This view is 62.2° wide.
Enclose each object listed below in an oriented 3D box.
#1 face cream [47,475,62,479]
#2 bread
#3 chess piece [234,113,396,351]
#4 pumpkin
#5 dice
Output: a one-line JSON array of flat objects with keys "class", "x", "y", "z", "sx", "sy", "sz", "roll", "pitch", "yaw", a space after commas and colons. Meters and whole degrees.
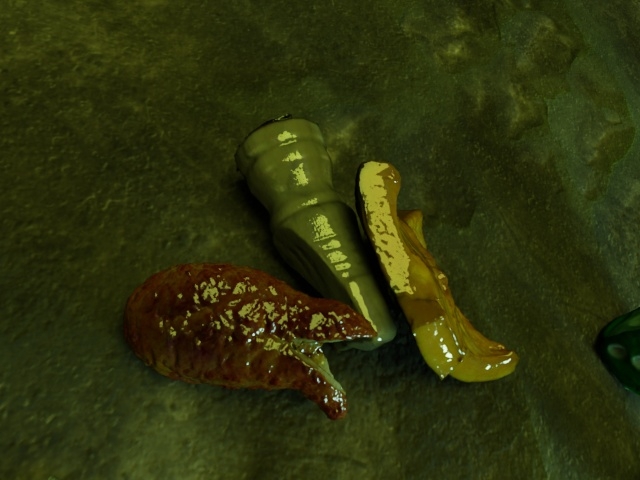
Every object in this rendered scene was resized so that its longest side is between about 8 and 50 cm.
[{"class": "face cream", "x": -0.250, "y": 0.369, "z": 0.395, "sx": 0.137, "sy": 0.084, "sz": 0.341, "roll": 25, "pitch": 49, "yaw": 0}, {"class": "bread", "x": -0.080, "y": 0.101, "z": 0.564, "sx": 0.269, "sy": 0.095, "sz": 0.139, "roll": 15, "pitch": 97, "yaw": 7}, {"class": "chess piece", "x": 0.000, "y": 0.000, "z": 0.668, "sx": 0.137, "sy": 0.137, "sz": 0.300, "roll": -14, "pitch": 70, "yaw": -30}, {"class": "pumpkin", "x": 0.137, "y": 0.060, "z": 0.668, "sx": 0.290, "sy": 0.095, "sz": 0.258, "roll": 63, "pitch": 15, "yaw": 16}, {"class": "dice", "x": 0.538, "y": 0.168, "z": 0.836, "sx": 0.131, "sy": 0.128, "sz": 0.120, "roll": -24, "pitch": 78, "yaw": -34}]
